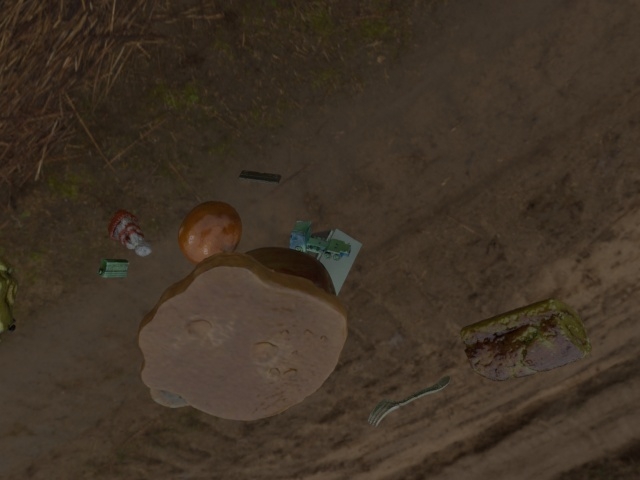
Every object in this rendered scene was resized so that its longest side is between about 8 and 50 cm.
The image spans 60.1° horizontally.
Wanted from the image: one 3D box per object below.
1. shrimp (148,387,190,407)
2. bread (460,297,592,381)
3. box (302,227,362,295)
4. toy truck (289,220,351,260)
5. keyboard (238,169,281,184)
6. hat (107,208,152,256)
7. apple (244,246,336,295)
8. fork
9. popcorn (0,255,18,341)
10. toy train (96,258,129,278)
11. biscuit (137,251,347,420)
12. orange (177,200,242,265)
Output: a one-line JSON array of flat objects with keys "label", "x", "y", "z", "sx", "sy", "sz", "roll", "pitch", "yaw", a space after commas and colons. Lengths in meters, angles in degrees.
[{"label": "shrimp", "x": -0.311, "y": 0.348, "z": 1.417, "sx": 0.254, "sy": 0.059, "sz": 0.145, "roll": -23, "pitch": 103, "yaw": -10}, {"label": "bread", "x": 0.337, "y": 0.168, "z": 0.914, "sx": 0.172, "sy": 0.103, "sz": 0.132, "roll": -28, "pitch": 143, "yaw": 34}, {"label": "box", "x": 0.003, "y": 0.084, "z": 1.896, "sx": 0.117, "sy": 0.225, "sz": 0.225, "roll": 31, "pitch": 77, "yaw": -17}, {"label": "toy truck", "x": 0.000, "y": 0.000, "z": 1.570, "sx": 0.175, "sy": 0.067, "sz": 0.081, "roll": 14, "pitch": 134, "yaw": 11}, {"label": "keyboard", "x": -0.189, "y": -0.196, "z": 1.732, "sx": 0.129, "sy": 0.049, "sz": 0.015, "roll": 8, "pitch": 131, "yaw": 5}, {"label": "hat", "x": -0.612, "y": -0.012, "z": 1.799, "sx": 0.094, "sy": 0.162, "sz": 0.112, "roll": -9, "pitch": 140, "yaw": -51}, {"label": "apple", "x": -0.086, "y": 0.129, "z": 1.259, "sx": 0.234, "sy": 0.256, "sz": 0.256, "roll": -16, "pitch": 136, "yaw": 8}, {"label": "fork", "x": 0.177, "y": 0.297, "z": 1.056, "sx": 0.220, "sy": 0.034, "sz": 0.028, "roll": -14, "pitch": 100, "yaw": -36}, {"label": "popcorn", "x": -0.952, "y": 0.166, "z": 1.518, "sx": 0.215, "sy": 0.286, "sz": 0.252, "roll": 3, "pitch": 174, "yaw": -32}, {"label": "toy train", "x": -0.612, "y": 0.082, "z": 1.639, "sx": 0.093, "sy": 0.038, "sz": 0.056, "roll": 4, "pitch": 104, "yaw": -55}, {"label": "biscuit", "x": -0.142, "y": 0.192, "z": 1.023, "sx": 0.365, "sy": 0.062, "sz": 0.385, "roll": 27, "pitch": 122, "yaw": -24}, {"label": "orange", "x": -0.383, "y": -0.026, "z": 1.917, "sx": 0.240, "sy": 0.171, "sz": 0.240, "roll": -30, "pitch": 138, "yaw": -31}]
